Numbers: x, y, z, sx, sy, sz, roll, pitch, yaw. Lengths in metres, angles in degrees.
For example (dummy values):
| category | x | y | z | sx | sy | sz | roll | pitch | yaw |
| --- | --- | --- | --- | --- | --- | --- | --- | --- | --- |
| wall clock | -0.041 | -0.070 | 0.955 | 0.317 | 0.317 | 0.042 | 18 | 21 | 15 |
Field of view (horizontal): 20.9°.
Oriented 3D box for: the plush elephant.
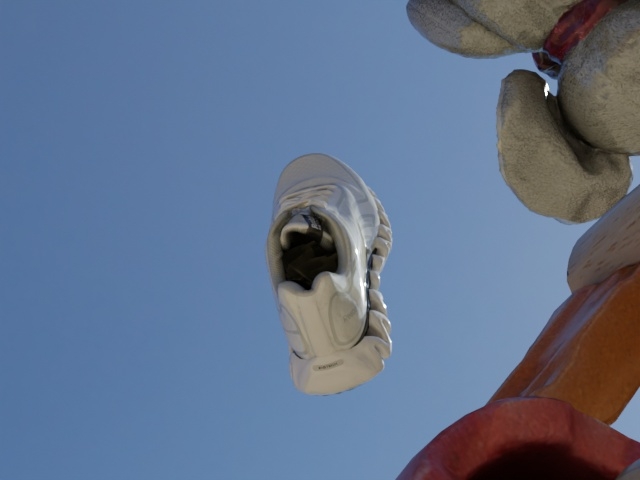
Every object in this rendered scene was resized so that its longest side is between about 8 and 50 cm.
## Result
| category | x | y | z | sx | sy | sz | roll | pitch | yaw |
| --- | --- | --- | --- | --- | --- | --- | --- | --- | --- |
| plush elephant | 0.203 | -0.174 | 1.252 | 0.272 | 0.330 | 0.255 | -34 | -83 | 25 |

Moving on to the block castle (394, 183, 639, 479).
| category | x | y | z | sx | sy | sz | roll | pitch | yaw |
| --- | --- | --- | --- | --- | --- | --- | --- | --- | --- |
| block castle | 0.230 | 0.154 | 0.455 | 0.303 | 0.453 | 0.213 | -46 | -1 | -37 |

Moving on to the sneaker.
| category | x | y | z | sx | sy | sz | roll | pitch | yaw |
| --- | --- | --- | --- | --- | --- | --- | --- | --- | --- |
| sneaker | 0.000 | 0.000 | 1.519 | 0.110 | 0.292 | 0.118 | -20 | -54 | 9 |
